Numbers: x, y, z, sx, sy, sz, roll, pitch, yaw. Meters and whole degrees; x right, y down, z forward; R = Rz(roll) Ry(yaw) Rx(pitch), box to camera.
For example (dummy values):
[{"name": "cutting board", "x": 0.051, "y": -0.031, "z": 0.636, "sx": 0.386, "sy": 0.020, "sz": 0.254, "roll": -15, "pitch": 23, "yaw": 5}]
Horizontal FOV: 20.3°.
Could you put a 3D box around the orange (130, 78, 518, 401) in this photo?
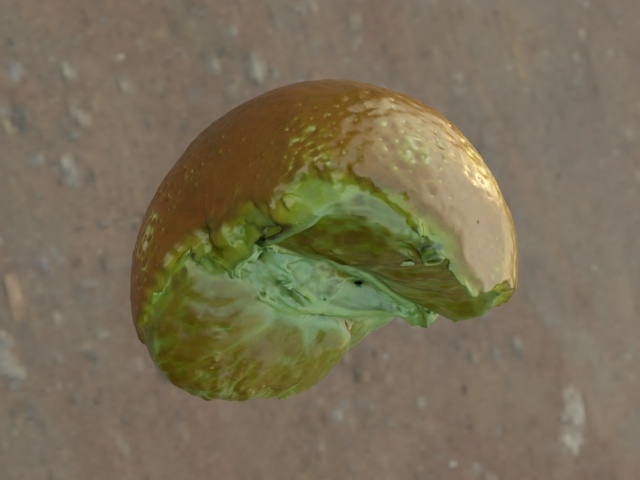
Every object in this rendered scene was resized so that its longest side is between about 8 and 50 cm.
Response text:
[{"name": "orange", "x": 0.002, "y": -0.006, "z": 1.045, "sx": 0.179, "sy": 0.237, "sz": 0.158, "roll": 28, "pitch": 50, "yaw": -34}]
